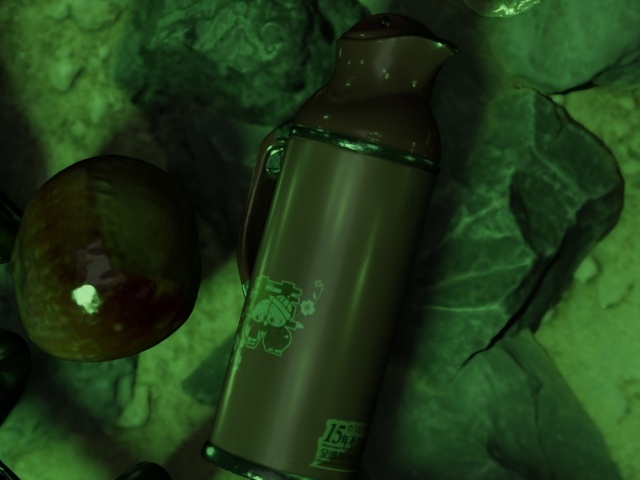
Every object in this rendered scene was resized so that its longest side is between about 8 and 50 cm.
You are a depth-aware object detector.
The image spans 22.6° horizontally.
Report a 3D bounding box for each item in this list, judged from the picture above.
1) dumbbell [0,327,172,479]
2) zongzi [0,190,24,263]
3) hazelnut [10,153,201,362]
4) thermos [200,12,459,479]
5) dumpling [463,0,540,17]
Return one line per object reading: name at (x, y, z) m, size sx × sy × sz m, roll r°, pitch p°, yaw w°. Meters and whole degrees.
dumbbell at (-0.222, 0.183, 1.103) m, size 0.290 × 0.192 × 0.192 m, roll 42°, pitch 95°, yaw 8°
zongzi at (-0.419, -0.140, 1.139) m, size 0.383 × 0.319 × 0.362 m, roll 16°, pitch 94°, yaw 28°
hazelnut at (-0.154, 0.013, 1.122) m, size 0.143 × 0.143 × 0.154 m, roll -10°, pitch 53°, yaw 9°
thermos at (0.008, 0.002, 1.123) m, size 0.109 × 0.136 × 0.330 m, roll 15°, pitch 90°, yaw -18°
dumpling at (0.123, -0.188, 1.136) m, size 0.077 × 0.043 × 0.059 m, roll 41°, pitch 116°, yaw 6°
